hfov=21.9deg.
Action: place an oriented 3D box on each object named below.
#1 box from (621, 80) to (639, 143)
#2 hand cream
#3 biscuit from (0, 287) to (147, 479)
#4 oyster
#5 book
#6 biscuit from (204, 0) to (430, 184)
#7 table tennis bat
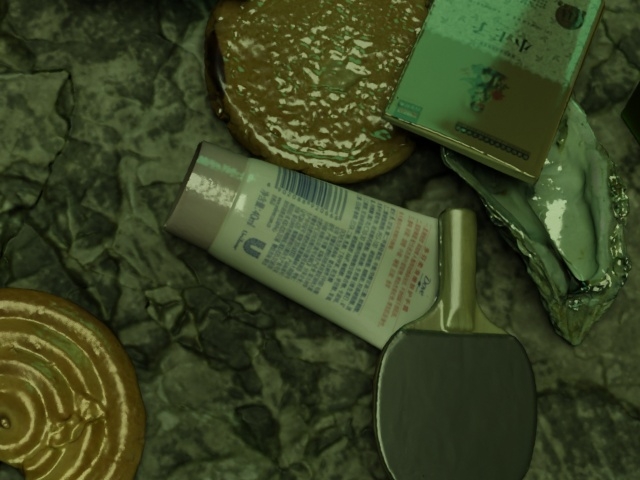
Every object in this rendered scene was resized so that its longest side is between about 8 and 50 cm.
[{"bbox_3d":[0.355,-0.015,1.324,0.043,0.173,0.311,-27,75,-11],"label":"box"},{"bbox_3d":[0.000,0.000,1.354,0.248,0.083,0.133,26,73,-8],"label":"hand cream"},{"bbox_3d":[-0.221,0.118,1.316,0.144,0.033,0.224,-42,80,-14],"label":"biscuit"},{"bbox_3d":[0.180,-0.068,1.373,0.252,0.087,0.199,41,62,-2],"label":"oyster"},{"bbox_3d":[0.147,-0.151,1.369,0.138,0.016,0.199,23,61,3],"label":"book"},{"bbox_3d":[0.006,-0.152,1.413,0.226,0.042,0.226,1,70,-4],"label":"biscuit"},{"bbox_3d":[0.109,0.095,1.335,0.138,0.022,0.246,4,77,-14],"label":"table tennis bat"}]
